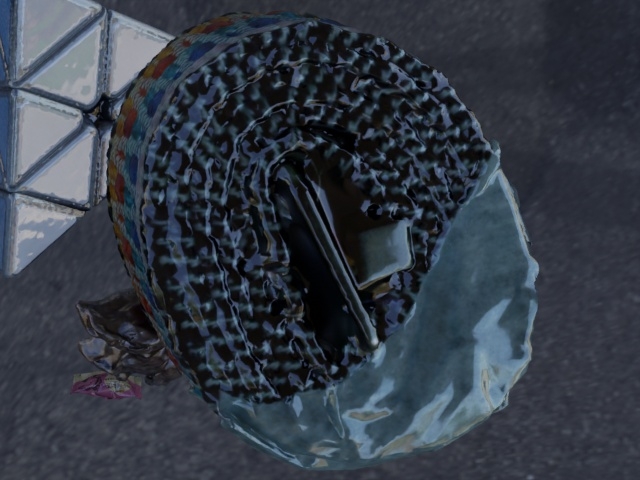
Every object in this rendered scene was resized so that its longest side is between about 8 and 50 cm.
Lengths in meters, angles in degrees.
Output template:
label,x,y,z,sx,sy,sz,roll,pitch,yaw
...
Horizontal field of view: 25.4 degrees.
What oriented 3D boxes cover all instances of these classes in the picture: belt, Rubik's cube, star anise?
label,x,y,z,sx,sy,sz,roll,pitch,yaw
belt,0.000,0.000,0.776,0.207,0.150,0.257,-28,108,-7
Rubik's cube,-0.245,-0.149,1.328,0.228,0.229,0.233,52,30,-19
star anise,-0.136,0.086,1.511,0.236,0.223,0.109,12,38,-55

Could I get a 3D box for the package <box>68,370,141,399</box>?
label,x,y,z,sx,sy,sz,roll,pitch,yaw
package,-0.249,0.168,1.654,0.083,0.059,0.029,2,110,-6
